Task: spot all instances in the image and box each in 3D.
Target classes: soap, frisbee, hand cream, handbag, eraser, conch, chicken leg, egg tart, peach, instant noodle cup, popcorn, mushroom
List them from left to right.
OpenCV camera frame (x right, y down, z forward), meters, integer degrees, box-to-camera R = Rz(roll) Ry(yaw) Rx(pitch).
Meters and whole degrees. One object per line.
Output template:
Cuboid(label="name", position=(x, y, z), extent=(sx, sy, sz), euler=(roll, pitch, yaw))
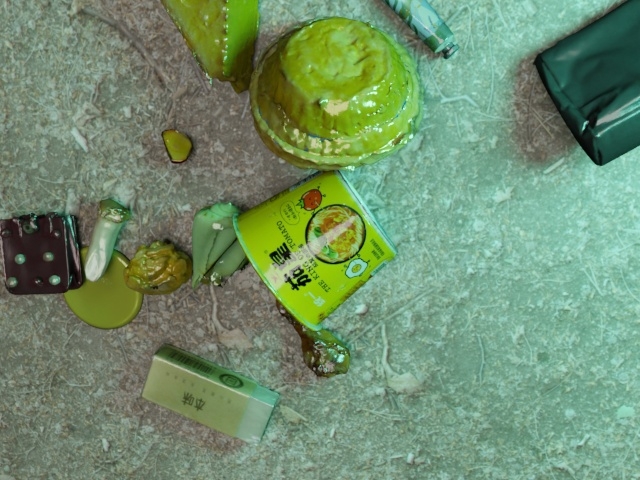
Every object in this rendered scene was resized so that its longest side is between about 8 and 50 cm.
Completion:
Cuboid(label="handbag", position=(-0.729, 0.034, 1.653), extent=(0.203, 0.074, 0.216), euler=(-2, 100, 14))
Cuboid(label="frisbee", position=(-0.580, 0.127, 1.687), extent=(0.236, 0.017, 0.236), euler=(2, 103, 10))
Cuboid(label="mushroom", position=(-0.547, 0.001, 1.615), extent=(0.084, 0.071, 0.209), euler=(19, 99, -6))
Cuboid(label="popcorn", position=(-0.403, 0.072, 1.582), extent=(0.167, 0.152, 0.148), euler=(-2, 141, -13))
Cuboid(label="peach", position=(-0.352, -0.226, 1.540), extent=(0.083, 0.050, 0.077), euler=(26, 83, -6))
Cuboid(label="eraser", position=(-0.290, 0.405, 1.669), extent=(0.343, 0.078, 0.144), euler=(22, 108, 5))
Cuboid(label="conch", position=(-0.235, 0.019, 1.546), extent=(0.137, 0.143, 0.250), euler=(31, 129, 45))
Cuboid(label="soap", position=(-0.169, -0.531, 1.374), extent=(0.304, 0.169, 0.338), euler=(-28, 98, 26))
Cuboid(label="chicken leg", position=(-0.022, 0.236, 1.583), extent=(0.107, 0.087, 0.251), euler=(-36, 88, -4))
Cuboid(label="instant noodle cup", position=(0.000, 0.000, 1.411), extent=(0.254, 0.325, 0.325), euler=(-36, 95, 7))
Cuboid(label="egg tart", position=(0.036, -0.324, 1.317), extent=(0.388, 0.169, 0.387), euler=(0, 69, -1))
Cuboid(label="hand cream", position=(0.200, -0.496, 1.378), extent=(0.088, 0.055, 0.256), euler=(-42, 87, 12))
Cuboid(label="handbag", position=(0.620, -0.326, 1.290), extent=(0.302, 0.275, 0.178), euler=(-31, 140, 14))
